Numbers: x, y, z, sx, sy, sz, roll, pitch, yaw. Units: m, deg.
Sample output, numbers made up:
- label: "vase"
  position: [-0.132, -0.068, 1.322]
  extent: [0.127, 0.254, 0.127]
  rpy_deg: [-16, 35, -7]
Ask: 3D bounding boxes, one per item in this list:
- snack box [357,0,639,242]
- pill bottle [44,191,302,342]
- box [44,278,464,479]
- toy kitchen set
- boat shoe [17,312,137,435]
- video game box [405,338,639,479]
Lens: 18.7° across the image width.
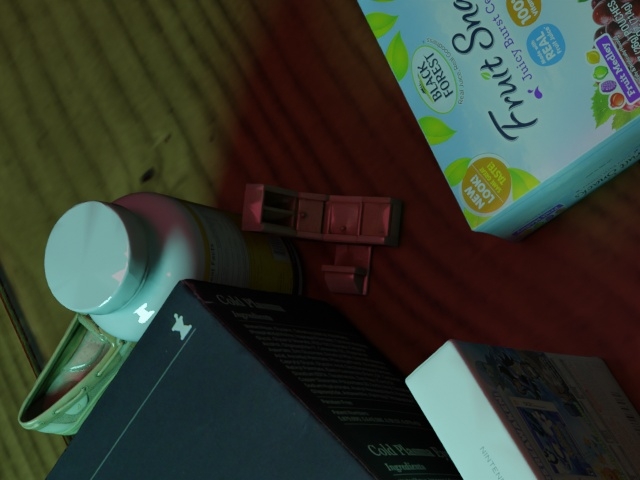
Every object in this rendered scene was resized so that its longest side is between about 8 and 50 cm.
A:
- label: "snack box"
  position: [0.137, -0.131, 1.273]
  extent: [0.174, 0.070, 0.207]
  rpy_deg: [-35, 64, 25]
- label: "pill bottle"
  position: [-0.102, 0.022, 1.342]
  extent: [0.103, 0.184, 0.103]
  rpy_deg: [-6, 79, 34]
- label: "box"
  position: [-0.037, 0.255, 1.265]
  extent: [0.312, 0.179, 0.343]
  rpy_deg: [44, 107, 29]
- label: "toy kitchen set"
  position: [0.000, 0.000, 1.343]
  extent: [0.083, 0.075, 0.068]
  rpy_deg: [3, 85, 35]
- label: "boat shoe"
  position: [-0.174, 0.081, 1.465]
  extent: [0.056, 0.048, 0.153]
  rpy_deg: [44, 107, 31]
- label: "video game box"
  position: [0.161, 0.155, 1.142]
  extent: [0.048, 0.187, 0.205]
  rpy_deg: [-42, 61, 22]
